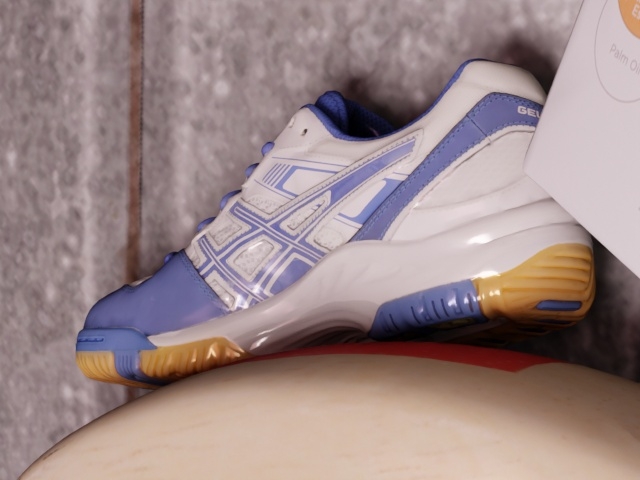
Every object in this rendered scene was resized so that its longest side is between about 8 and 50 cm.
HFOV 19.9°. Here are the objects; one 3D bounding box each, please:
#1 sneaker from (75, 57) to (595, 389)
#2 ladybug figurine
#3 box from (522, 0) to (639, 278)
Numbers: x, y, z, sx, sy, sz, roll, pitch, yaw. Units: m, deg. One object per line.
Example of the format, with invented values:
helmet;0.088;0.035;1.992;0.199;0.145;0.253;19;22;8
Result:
sneaker;0.000;0.000;0.893;0.296;0.112;0.131;-15;74;34
ladybug figurine;0.031;0.170;0.834;0.449;0.162;0.305;-9;115;33
box;0.237;-0.122;0.603;0.215;0.168;0.345;51;130;52
